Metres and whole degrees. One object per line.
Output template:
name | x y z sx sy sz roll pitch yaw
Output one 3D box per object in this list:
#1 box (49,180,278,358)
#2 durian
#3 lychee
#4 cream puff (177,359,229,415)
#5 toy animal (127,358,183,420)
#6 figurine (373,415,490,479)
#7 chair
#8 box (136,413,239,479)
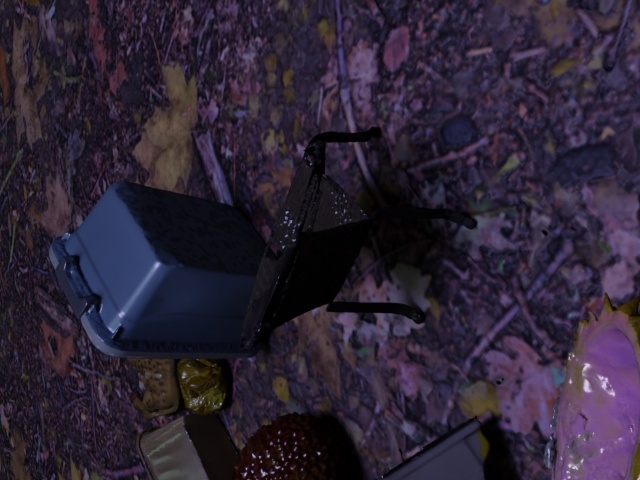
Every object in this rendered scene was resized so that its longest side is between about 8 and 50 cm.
box | -0.150 0.038 0.770 0.130 0.227 0.162 -51 56 19
durian | 0.190 0.147 0.439 0.132 0.182 0.165 8 142 48
lychee | -0.028 0.237 0.726 0.123 0.123 0.129 26 105 44
cream puff | -0.141 0.171 0.894 0.058 0.083 0.083 -4 77 9
toy animal | -0.216 0.141 0.951 0.149 0.054 0.275 56 143 23
figurine | 0.122 0.304 0.545 0.308 0.143 0.308 6 98 51
chair | 0.000 0.000 0.600 0.149 0.213 0.174 43 124 30
box | -0.151 0.292 0.882 0.177 0.111 0.111 55 131 29
